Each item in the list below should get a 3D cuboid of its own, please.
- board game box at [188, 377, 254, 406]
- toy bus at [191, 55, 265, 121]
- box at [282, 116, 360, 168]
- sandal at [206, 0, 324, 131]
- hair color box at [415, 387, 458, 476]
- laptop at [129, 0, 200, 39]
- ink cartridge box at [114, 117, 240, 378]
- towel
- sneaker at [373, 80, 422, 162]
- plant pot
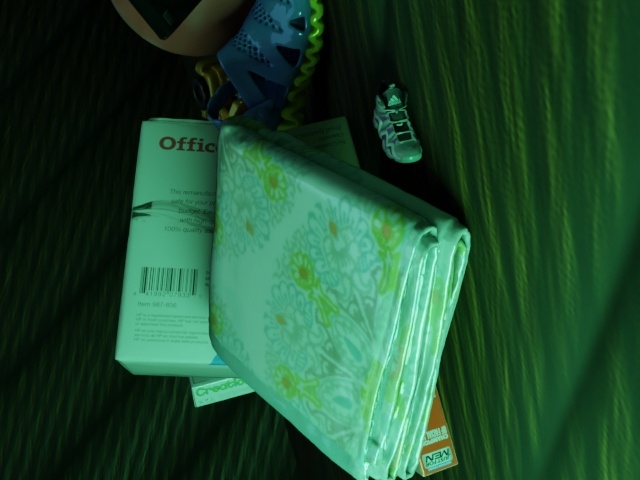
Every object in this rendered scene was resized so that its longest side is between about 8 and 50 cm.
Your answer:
[{"bbox_3d":[-0.108,0.201,1.397,0.193,0.306,0.053,-123,24,-56],"label":"board game box"},{"bbox_3d":[-0.145,-0.246,1.449,0.211,0.150,0.220,35,138,52],"label":"toy bus"},{"bbox_3d":[0.000,0.000,1.030,0.121,0.148,0.311,157,96,-77],"label":"box"},{"bbox_3d":[-0.082,-0.257,1.034,0.126,0.138,0.317,-115,30,-46],"label":"sandal"},{"bbox_3d":[0.120,0.213,0.959,0.093,0.054,0.167,152,101,-77],"label":"hair color box"},{"bbox_3d":[-0.174,-0.503,0.775,0.236,0.408,0.382,40,178,11],"label":"laptop"},{"bbox_3d":[-0.158,0.018,1.190,0.166,0.286,0.394,109,164,-71],"label":"ink cartridge box"},{"bbox_3d":[-0.007,0.058,0.851,0.374,0.090,0.320,31,121,41],"label":"towel"},{"bbox_3d":[0.077,-0.129,0.753,0.098,0.038,0.069,-117,16,-44],"label":"sneaker"},{"bbox_3d":[-0.176,-0.440,1.083,0.243,0.275,0.274,-6,99,68],"label":"plant pot"}]
